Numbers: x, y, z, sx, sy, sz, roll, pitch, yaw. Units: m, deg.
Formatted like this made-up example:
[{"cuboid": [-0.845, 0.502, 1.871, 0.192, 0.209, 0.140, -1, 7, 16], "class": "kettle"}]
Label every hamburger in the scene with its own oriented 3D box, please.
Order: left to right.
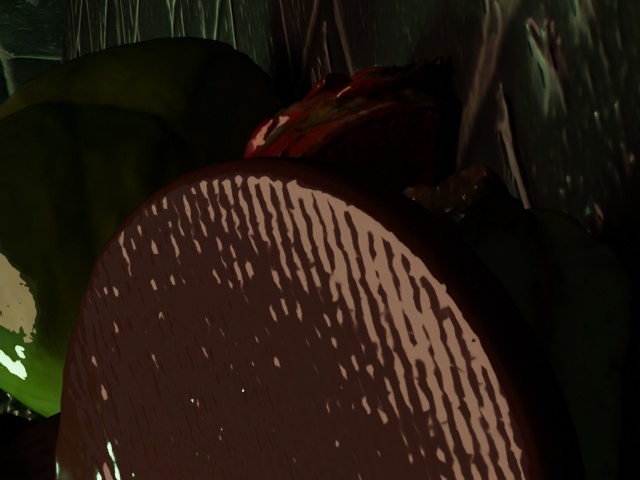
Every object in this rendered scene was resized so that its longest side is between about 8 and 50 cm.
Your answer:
[{"cuboid": [0.049, 0.110, 0.727, 0.245, 0.155, 0.282, 178, 91, -80], "class": "hamburger"}]

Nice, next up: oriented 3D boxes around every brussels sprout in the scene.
[{"cuboid": [-0.154, 0.014, 1.259, 0.276, 0.314, 0.371, 82, 170, -62], "class": "brussels sprout"}]

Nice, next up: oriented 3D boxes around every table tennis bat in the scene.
[{"cuboid": [-0.051, 0.116, 0.652, 0.414, 0.051, 0.268, -23, 81, 48], "class": "table tennis bat"}]

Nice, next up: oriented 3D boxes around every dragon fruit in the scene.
[{"cuboid": [0.000, 0.000, 0.952, 0.163, 0.189, 0.262, 29, 121, 38], "class": "dragon fruit"}]

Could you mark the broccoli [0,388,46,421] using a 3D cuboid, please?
[{"cuboid": [-0.200, 0.193, 1.484, 0.375, 0.249, 0.302, -62, -27, -21], "class": "broccoli"}]

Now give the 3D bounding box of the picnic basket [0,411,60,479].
[{"cuboid": [-0.060, 0.196, 0.929, 0.129, 0.297, 0.223, -36, 49, 17], "class": "picnic basket"}]
